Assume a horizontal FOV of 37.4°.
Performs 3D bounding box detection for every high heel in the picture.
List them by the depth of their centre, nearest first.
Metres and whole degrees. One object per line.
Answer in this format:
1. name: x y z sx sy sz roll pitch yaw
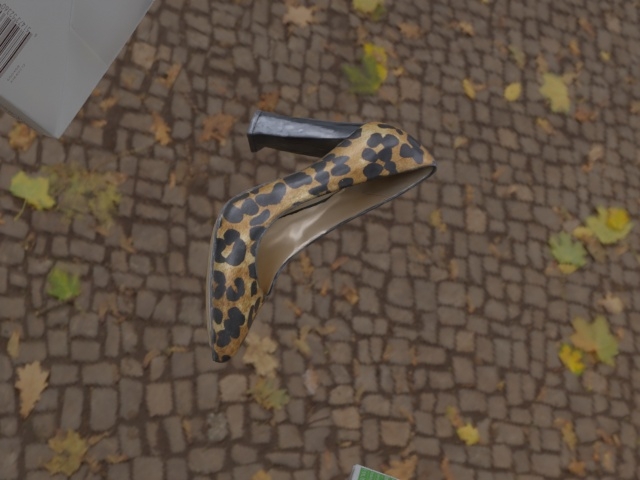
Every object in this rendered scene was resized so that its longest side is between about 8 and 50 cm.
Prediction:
1. high heel: 0.000 0.000 0.880 0.186 0.093 0.261 10 70 10

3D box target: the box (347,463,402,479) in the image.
1. box: 0.052 0.279 0.870 0.087 0.101 0.101 19 96 6

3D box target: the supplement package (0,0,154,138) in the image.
1. supplement package: -0.210 -0.187 0.485 0.203 0.194 0.149 31 83 15
